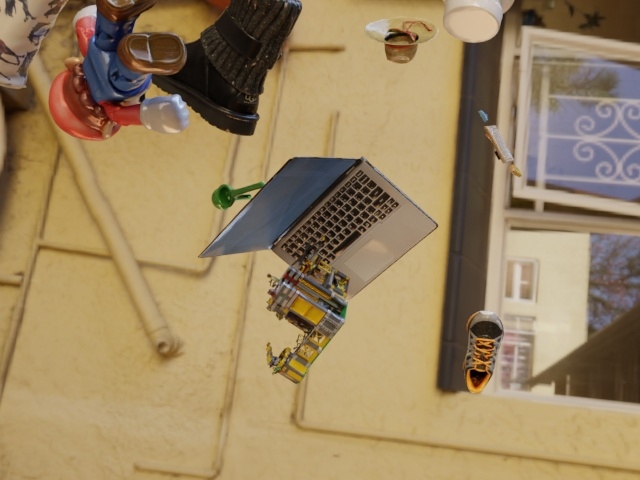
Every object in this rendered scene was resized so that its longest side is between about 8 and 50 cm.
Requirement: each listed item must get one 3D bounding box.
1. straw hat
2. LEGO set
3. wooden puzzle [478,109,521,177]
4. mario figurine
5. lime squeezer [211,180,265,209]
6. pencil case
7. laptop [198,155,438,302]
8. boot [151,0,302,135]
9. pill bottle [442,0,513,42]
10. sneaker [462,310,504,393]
[{"bbox_3d":[0.152,-0.366,1.336,0.145,0.144,0.061,-76,168,-51],"label":"straw hat"},{"bbox_3d":[-0.066,0.154,1.684,0.255,0.192,0.331,-52,-171,31],"label":"LEGO set"},{"bbox_3d":[0.291,-0.156,1.164,0.078,0.014,0.116,-3,67,-61],"label":"wooden puzzle"},{"bbox_3d":[-0.264,-0.244,0.987,0.320,0.170,0.198,-20,-122,58],"label":"mario figurine"},{"bbox_3d":[-0.204,-0.103,1.703,0.310,0.109,0.059,168,-74,-78],"label":"lime squeezer"},{"bbox_3d":[-0.809,-0.625,1.976,0.410,0.159,0.183,-55,172,9],"label":"pencil case"},{"bbox_3d":[0.000,0.000,1.726,0.382,0.408,0.236,-42,-166,33],"label":"laptop"},{"bbox_3d":[-0.183,-0.374,1.296,0.131,0.348,0.260,-6,125,-47],"label":"boot"},{"bbox_3d":[0.378,-0.633,1.664,0.176,0.176,0.319,74,29,-69],"label":"pill bottle"},{"bbox_3d":[0.370,0.255,1.619,0.083,0.084,0.215,-67,159,-58],"label":"sneaker"}]
